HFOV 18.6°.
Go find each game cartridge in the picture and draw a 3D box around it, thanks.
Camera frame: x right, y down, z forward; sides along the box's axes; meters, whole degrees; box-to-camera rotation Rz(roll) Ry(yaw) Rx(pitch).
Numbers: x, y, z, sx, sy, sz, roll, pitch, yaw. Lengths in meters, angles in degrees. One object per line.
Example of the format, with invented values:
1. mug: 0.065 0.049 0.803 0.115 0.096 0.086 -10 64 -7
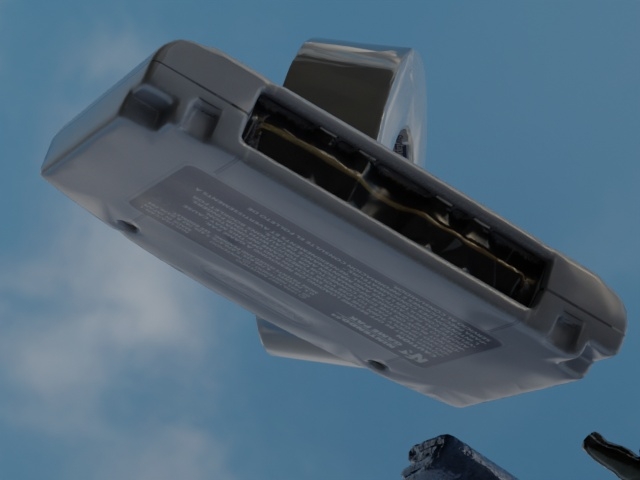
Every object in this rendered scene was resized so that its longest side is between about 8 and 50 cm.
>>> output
1. game cartridge: 0.000 0.000 1.074 0.196 0.294 0.060 -28 -144 59

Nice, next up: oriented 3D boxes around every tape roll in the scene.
1. tape roll: 0.017 -0.025 1.318 0.072 0.219 0.219 8 -108 11

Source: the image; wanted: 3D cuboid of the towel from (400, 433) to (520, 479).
1. towel: 0.104 0.157 1.126 0.029 0.119 0.067 -58 -173 -25

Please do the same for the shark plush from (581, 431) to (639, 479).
1. shark plush: 0.199 0.162 1.038 0.161 0.073 0.067 39 -72 11
